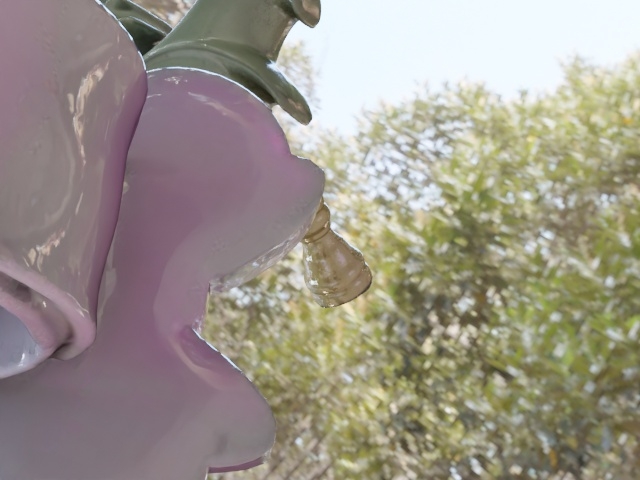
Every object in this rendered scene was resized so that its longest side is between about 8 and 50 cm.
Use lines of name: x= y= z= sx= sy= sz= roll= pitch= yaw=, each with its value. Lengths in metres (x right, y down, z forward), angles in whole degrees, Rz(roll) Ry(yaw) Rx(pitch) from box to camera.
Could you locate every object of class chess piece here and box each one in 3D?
chess piece: x=0.000 y=0.000 z=1.230 sx=0.066 sy=0.066 sz=0.122 roll=-35 pitch=-60 yaw=-16

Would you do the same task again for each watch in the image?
watch: x=-0.138 y=-0.006 z=0.433 sx=0.217 sy=0.248 sz=0.211 roll=73 pitch=-155 yaw=-67

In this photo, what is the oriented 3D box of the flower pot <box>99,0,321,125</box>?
flower pot: x=-0.177 y=-0.197 z=1.538 sx=0.164 sy=0.367 sz=0.254 roll=28 pitch=-121 yaw=-60
